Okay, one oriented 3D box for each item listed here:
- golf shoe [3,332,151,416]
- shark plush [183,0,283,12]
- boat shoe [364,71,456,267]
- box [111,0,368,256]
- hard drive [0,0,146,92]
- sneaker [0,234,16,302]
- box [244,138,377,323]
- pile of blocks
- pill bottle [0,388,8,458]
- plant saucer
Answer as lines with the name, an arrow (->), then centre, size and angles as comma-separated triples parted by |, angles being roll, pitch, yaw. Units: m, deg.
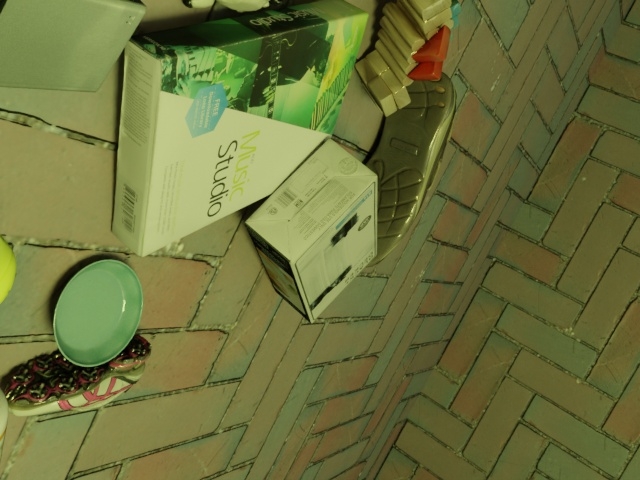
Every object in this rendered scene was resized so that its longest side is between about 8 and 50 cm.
golf shoe -> -0.272, 0.168, 0.740 | 0.186, 0.067, 0.086 | -12, 129, -57
shark plush -> -0.070, -0.271, 0.660 | 0.161, 0.073, 0.067 | -14, 99, -50
boat shoe -> 0.149, -0.113, 1.126 | 0.130, 0.132, 0.355 | 2, 116, -61
box -> -0.084, -0.138, 0.739 | 0.322, 0.058, 0.232 | -33, 151, -45
hard drive -> -0.207, -0.160, 0.509 | 0.094, 0.022, 0.135 | -48, 169, 23
sneaker -> -0.368, 0.067, 0.452 | 0.295, 0.109, 0.123 | -42, 122, -24
box -> 0.000, 0.000, 0.955 | 0.169, 0.087, 0.290 | -46, 162, -14
pile of blocks -> 0.162, -0.297, 0.861 | 0.149, 0.112, 0.362 | -14, 149, -26
pill bottle -> -0.347, 0.194, 0.574 | 0.117, 0.117, 0.215 | -14, 129, -56
plant saucer -> -0.247, 0.077, 0.714 | 0.119, 0.021, 0.119 | -26, 122, -52
